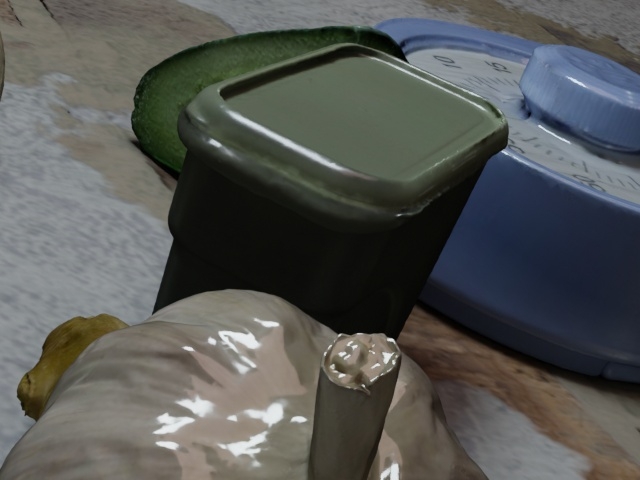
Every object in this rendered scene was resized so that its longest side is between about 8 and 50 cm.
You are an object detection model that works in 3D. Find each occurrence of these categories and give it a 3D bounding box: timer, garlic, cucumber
[{"bbox_3d":[0.172,-0.052,1.376,0.395,0.173,0.395,20,22,-8],"label":"timer"},{"bbox_3d":[-0.008,0.103,0.711,0.219,0.212,0.218,13,55,-19],"label":"garlic"},{"bbox_3d":[-0.039,-0.094,1.281,0.244,0.115,0.063,6,13,43],"label":"cucumber"}]

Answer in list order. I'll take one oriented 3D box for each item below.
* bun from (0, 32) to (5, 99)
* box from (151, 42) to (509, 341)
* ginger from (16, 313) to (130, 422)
[{"bbox_3d":[-0.337,-0.162,1.153,0.299,0.164,0.299,18,20,-7],"label":"bun"},{"bbox_3d":[0.000,0.000,1.062,0.138,0.178,0.274,27,21,14],"label":"box"},{"bbox_3d":[-0.093,0.098,0.870,0.115,0.081,0.205,-8,29,6],"label":"ginger"}]
